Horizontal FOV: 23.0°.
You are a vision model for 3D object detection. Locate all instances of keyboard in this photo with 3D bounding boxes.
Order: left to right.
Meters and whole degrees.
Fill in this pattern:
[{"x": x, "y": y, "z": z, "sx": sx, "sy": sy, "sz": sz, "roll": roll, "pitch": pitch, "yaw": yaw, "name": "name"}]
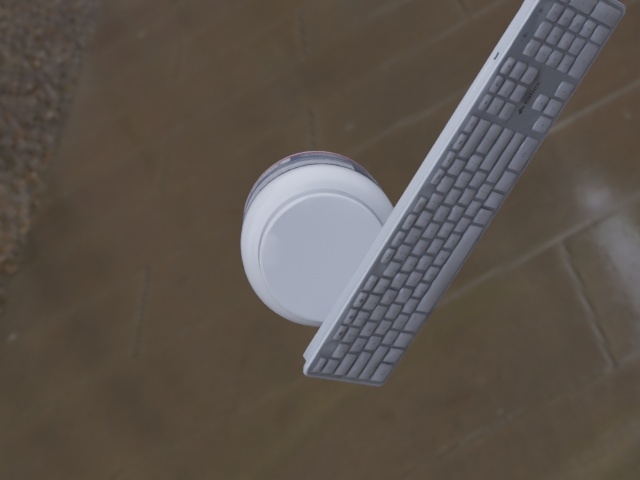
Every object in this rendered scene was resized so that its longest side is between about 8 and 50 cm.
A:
[{"x": 0.077, "y": -0.027, "z": 0.852, "sx": 0.256, "sy": 0.072, "sz": 0.014, "roll": -58, "pitch": 45, "yaw": 15, "name": "keyboard"}]

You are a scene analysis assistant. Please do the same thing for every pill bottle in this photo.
[{"x": 0.000, "y": 0.000, "z": 1.049, "sx": 0.108, "sy": 0.108, "sz": 0.180, "roll": -32, "pitch": 8, "yaw": 3, "name": "pill bottle"}]
